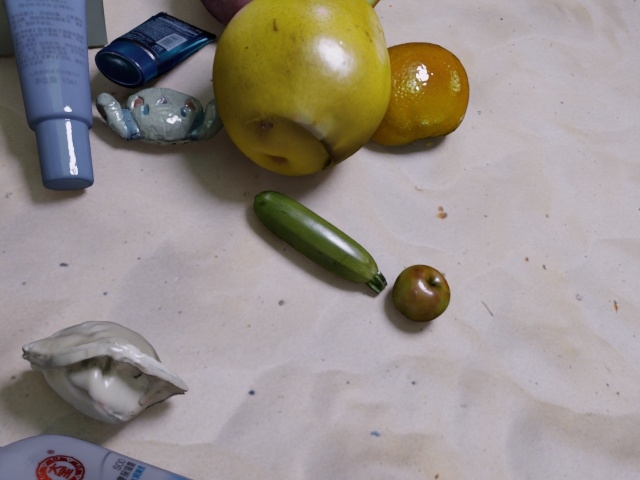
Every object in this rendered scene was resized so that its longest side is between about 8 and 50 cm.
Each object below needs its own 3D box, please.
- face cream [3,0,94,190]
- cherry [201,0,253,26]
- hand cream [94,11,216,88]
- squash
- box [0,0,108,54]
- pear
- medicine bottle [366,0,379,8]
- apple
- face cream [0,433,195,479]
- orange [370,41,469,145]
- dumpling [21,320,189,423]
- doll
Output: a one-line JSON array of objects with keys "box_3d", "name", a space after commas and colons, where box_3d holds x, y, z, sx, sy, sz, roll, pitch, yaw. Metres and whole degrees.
[{"box_3d": [-0.400, -0.267, 0.779, 0.135, 0.086, 0.386, -7, 83, -25], "name": "face cream"}, {"box_3d": [-0.126, -0.517, 0.977, 0.235, 0.213, 0.285, -29, 52, -18], "name": "cherry"}, {"box_3d": [-0.285, -0.348, 0.916, 0.120, 0.061, 0.271, 22, 41, -1], "name": "hand cream"}, {"box_3d": [0.000, 0.000, 0.811, 0.252, 0.066, 0.066, 33, 57, 5], "name": "squash"}, {"box_3d": [-0.511, -0.443, 0.894, 0.224, 0.117, 0.225, -15, 65, -24], "name": "box"}, {"box_3d": [-0.026, -0.272, 0.824, 0.284, 0.285, 0.337, 1, 89, -15], "name": "pear"}, {"box_3d": [0.047, -0.497, 1.084, 0.124, 0.124, 0.239, 30, 58, 2], "name": "medicine bottle"}, {"box_3d": [0.156, 0.081, 0.804, 0.089, 0.074, 0.090, 8, 57, -13], "name": "apple"}, {"box_3d": [-0.269, 0.273, 0.538, 0.336, 0.080, 0.163, 22, 13, -3], "name": "face cream"}, {"box_3d": [0.176, -0.273, 0.965, 0.237, 0.158, 0.180, -7, 79, -21], "name": "orange"}, {"box_3d": [-0.257, 0.151, 0.614, 0.198, 0.136, 0.119, 6, 66, 0], "name": "dumpling"}, {"box_3d": [-0.255, -0.202, 0.855, 0.213, 0.071, 0.104, 2, 69, -17], "name": "doll"}]
